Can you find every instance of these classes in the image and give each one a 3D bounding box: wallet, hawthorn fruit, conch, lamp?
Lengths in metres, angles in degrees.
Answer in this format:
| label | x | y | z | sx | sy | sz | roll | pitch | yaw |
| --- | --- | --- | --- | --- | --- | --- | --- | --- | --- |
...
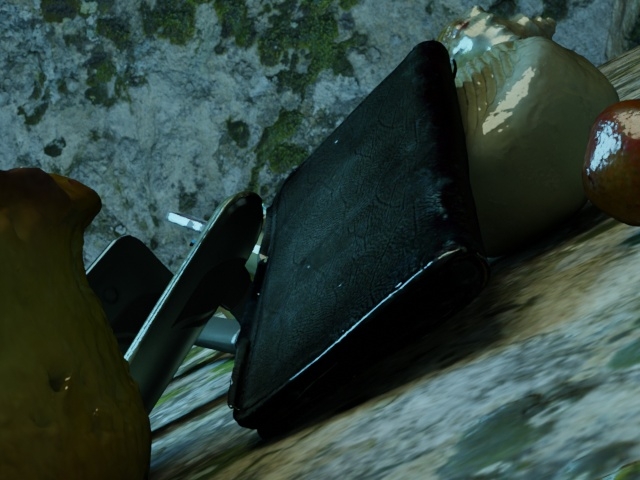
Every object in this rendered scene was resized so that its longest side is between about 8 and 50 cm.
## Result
| label | x | y | z | sx | sy | sz | roll | pitch | yaw |
| --- | --- | --- | --- | --- | --- | --- | --- | --- | --- |
| wallet | 0.022 | -0.007 | 0.846 | 0.172 | 0.045 | 0.318 | -41 | 17 | 18 |
| hawthorn fruit | 0.179 | -0.042 | 0.769 | 0.077 | 0.077 | 0.077 | -27 | 4 | 2 |
| conch | 0.126 | -0.099 | 1.262 | 0.245 | 0.163 | 0.178 | -43 | -8 | 5 |
| lamp | -0.129 | 0.086 | 1.085 | 0.203 | 0.124 | 0.283 | -51 | 16 | -23 |

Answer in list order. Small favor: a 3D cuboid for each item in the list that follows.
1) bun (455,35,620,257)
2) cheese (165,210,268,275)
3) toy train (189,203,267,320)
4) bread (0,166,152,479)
| label | x | y | z | sx | sy | sz | roll | pitch | yaw |
| --- | --- | --- | --- | --- | --- | --- | --- | --- | --- |
| bun | 0.131 | -0.057 | 0.963 | 0.166 | 0.113 | 0.173 | -31 | 23 | 47 |
| cheese | -0.053 | 0.005 | 1.152 | 0.192 | 0.037 | 0.097 | 19 | 6 | 38 |
| toy train | -0.059 | 0.026 | 1.286 | 0.072 | 0.099 | 0.188 | -31 | 6 | -16 |
| bread | -0.267 | 0.107 | 0.739 | 0.398 | 0.215 | 0.398 | -26 | 3 | 1 |
